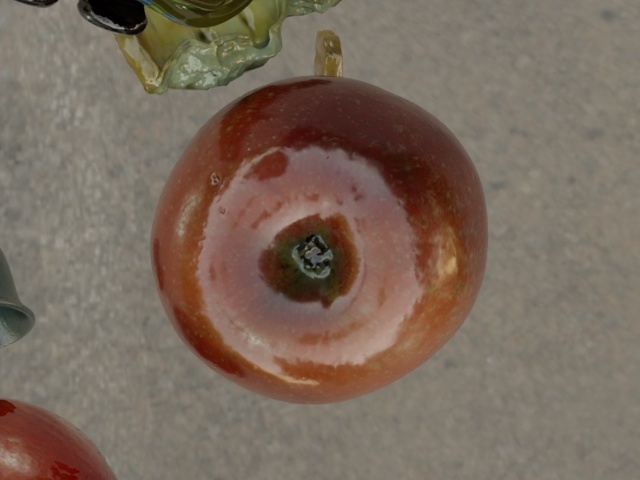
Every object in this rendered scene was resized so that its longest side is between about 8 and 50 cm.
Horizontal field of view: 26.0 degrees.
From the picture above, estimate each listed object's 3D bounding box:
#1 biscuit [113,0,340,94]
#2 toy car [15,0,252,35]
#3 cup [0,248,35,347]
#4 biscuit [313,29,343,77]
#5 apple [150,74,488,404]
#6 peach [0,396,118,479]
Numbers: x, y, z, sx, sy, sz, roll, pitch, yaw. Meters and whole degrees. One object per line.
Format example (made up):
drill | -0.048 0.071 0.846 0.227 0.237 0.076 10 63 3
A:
biscuit | -0.110 -0.270 1.428 0.335 0.329 0.078 11 148 -36
toy car | -0.127 -0.244 1.035 0.247 0.198 0.204 11 106 -43
cup | -0.467 0.046 1.740 0.199 0.199 0.150 -9 69 -8
biscuit | 0.011 -0.147 1.729 0.036 0.166 0.226 -5 105 -5
apple | 0.000 0.000 1.422 0.348 0.277 0.349 0 94 6
peach | -0.371 0.354 1.619 0.370 0.370 0.370 -4 112 -10
